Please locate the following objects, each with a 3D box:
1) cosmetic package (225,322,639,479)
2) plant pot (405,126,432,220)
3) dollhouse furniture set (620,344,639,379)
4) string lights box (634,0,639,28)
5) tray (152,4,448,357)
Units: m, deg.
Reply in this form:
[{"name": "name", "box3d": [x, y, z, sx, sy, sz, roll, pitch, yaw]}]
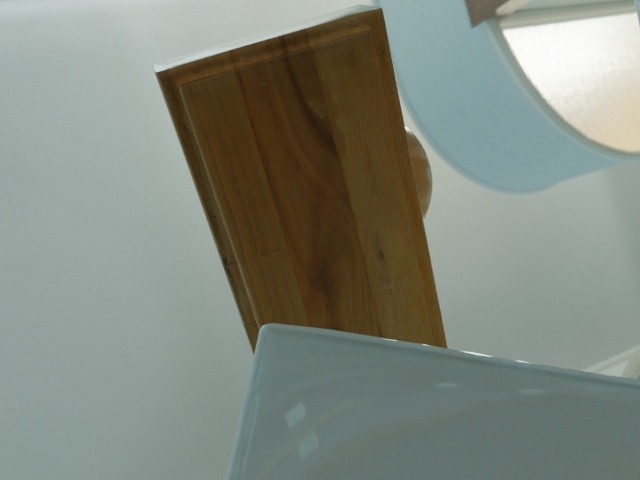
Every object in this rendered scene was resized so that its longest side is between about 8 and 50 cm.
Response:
[{"name": "cosmetic package", "box3d": [0.082, 0.323, 0.443, 0.328, 0.329, 0.393, 8, -130, 3]}, {"name": "plant pot", "box3d": [0.022, -0.077, 0.946, 0.188, 0.205, 0.205, -6, -96, -50]}, {"name": "dollhouse furniture set", "box3d": [0.517, 0.180, 0.778, 0.198, 0.303, 0.286, 33, -102, 6]}, {"name": "string lights box", "box3d": [0.453, -0.180, 0.757, 0.077, 0.133, 0.259, -45, -52, -20]}, {"name": "tray", "box3d": [0.000, 0.000, 0.677, 0.203, 0.076, 0.410, -19, -66, -8]}]
